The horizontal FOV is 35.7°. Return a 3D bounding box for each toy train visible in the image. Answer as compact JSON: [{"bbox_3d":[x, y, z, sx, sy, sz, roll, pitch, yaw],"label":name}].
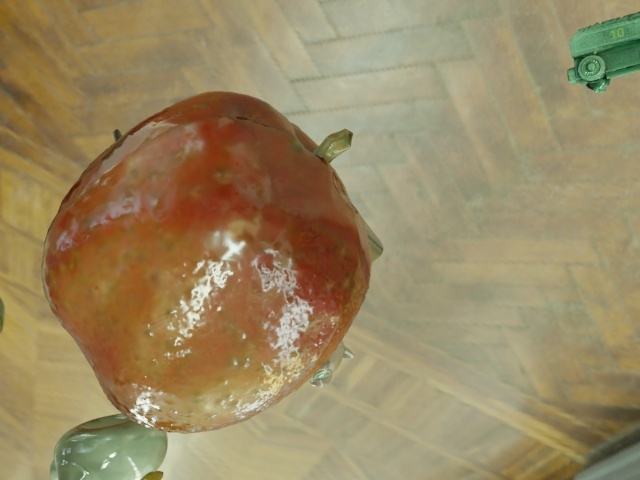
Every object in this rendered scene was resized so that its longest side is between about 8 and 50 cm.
[{"bbox_3d":[0.439,-0.276,1.437,0.171,0.100,0.070,-11,166,23],"label":"toy train"}]

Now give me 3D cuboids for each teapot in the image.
[{"bbox_3d":[-0.399,0.403,1.864,0.219,0.149,0.318,-8,-179,-16],"label":"teapot"}]

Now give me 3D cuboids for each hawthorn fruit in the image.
[{"bbox_3d":[-0.084,0.007,0.860,0.299,0.275,0.275,-40,119,9],"label":"hawthorn fruit"}]

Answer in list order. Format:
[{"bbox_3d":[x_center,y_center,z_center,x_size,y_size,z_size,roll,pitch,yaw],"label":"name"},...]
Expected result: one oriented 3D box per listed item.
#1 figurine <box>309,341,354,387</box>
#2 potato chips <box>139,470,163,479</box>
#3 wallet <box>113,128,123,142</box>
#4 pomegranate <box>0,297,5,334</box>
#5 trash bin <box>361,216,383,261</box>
[{"bbox_3d":[-0.016,0.206,1.828,0.125,0.125,0.138,8,166,27],"label":"figurine"},{"bbox_3d":[-0.352,0.440,1.254,0.080,0.407,0.057,49,171,24],"label":"potato chips"},{"bbox_3d":[-0.391,-0.129,2.122,0.025,0.244,0.124,-25,135,1],"label":"wallet"},{"bbox_3d":[-0.587,0.111,1.626,0.129,0.129,0.159,11,129,23],"label":"pomegranate"},{"bbox_3d":[0.000,0.000,1.685,0.122,0.164,0.240,53,-178,16],"label":"trash bin"}]
